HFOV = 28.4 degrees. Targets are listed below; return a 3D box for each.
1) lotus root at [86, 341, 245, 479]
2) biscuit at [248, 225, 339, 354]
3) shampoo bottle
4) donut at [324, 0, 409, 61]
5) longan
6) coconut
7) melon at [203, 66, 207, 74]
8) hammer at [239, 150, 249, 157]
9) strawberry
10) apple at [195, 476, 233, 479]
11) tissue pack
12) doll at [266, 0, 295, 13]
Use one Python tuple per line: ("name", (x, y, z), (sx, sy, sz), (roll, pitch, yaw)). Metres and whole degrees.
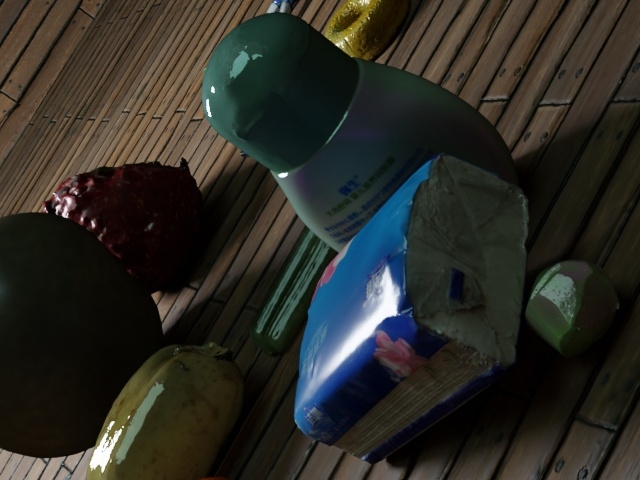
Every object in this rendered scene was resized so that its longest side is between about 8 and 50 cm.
("lotus root", (-0.198, 0.250, 1.560), (0.284, 0.146, 0.160), (-64, 7, -10))
("biscuit", (0.000, 0.000, 1.637), (0.322, 0.038, 0.099), (-60, 27, -9))
("shampoo bottle", (0.032, -0.101, 1.320), (0.222, 0.349, 0.151), (-40, 30, 32))
("donut", (0.065, -0.325, 1.901), (0.152, 0.058, 0.152), (-40, 28, 27))
("longan", (-0.397, 0.132, 1.809), (0.361, 0.361, 0.361), (-42, 28, 28))
("coconut", (0.221, 0.055, 1.113), (0.081, 0.082, 0.083), (48, 147, 40))
("melon", (-0.169, -0.298, 2.336), (0.262, 0.053, 0.114), (-153, 78, -70))
("hammer", (-0.075, -0.225, 2.085), (0.062, 0.013, 0.199), (-9, 52, 58))
("strawberry", (-0.311, -0.015, 2.034), (0.274, 0.274, 0.220), (-15, 84, 56))
("apple", (-0.105, 0.321, 1.286), (0.163, 0.163, 0.139), (-17, 31, 55))
("tissue pack", (0.078, 0.070, 1.215), (0.270, 0.137, 0.209), (-46, 28, 53))
("doll", (-0.032, -0.487, 2.287), (0.227, 0.057, 0.114), (-66, 18, -1))
